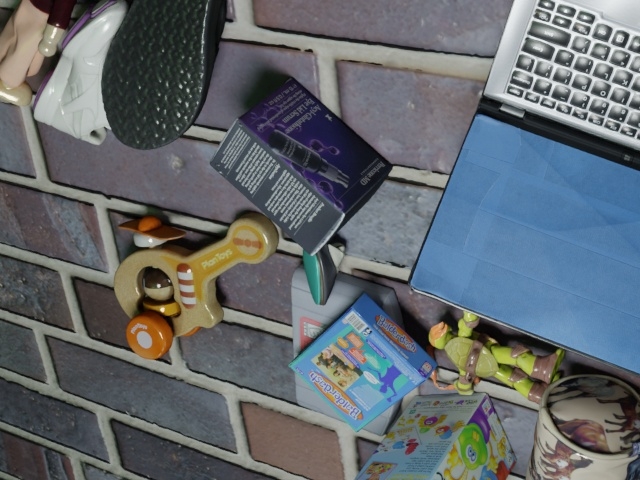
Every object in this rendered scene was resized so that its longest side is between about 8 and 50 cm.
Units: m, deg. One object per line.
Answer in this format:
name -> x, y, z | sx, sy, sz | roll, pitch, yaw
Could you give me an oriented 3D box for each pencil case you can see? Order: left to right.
pencil case -> 0.393, 0.391, 1.627 | 0.184, 0.160, 0.410 | 0, 126, 0

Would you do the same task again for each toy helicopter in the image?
toy helicopter -> -0.219, 0.034, 1.860 | 0.355, 0.140, 0.235 | -28, 93, 33

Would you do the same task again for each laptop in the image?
laptop -> 0.351, -0.095, 1.210 | 0.382, 0.236, 0.408 | 21, 128, 8

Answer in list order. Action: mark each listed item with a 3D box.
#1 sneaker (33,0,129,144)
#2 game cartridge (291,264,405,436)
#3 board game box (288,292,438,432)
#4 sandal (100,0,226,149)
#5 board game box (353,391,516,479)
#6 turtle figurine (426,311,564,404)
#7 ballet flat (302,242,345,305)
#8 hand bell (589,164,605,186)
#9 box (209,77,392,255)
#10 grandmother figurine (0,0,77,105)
sneaker -> -0.345, -0.267, 1.742 | 0.152, 0.114, 0.305 | 33, 139, -10
game cartridge -> 0.048, 0.188, 1.806 | 0.196, 0.060, 0.294 | 14, 127, 22
board game box -> 0.063, 0.196, 1.730 | 0.160, 0.047, 0.210 | 45, 135, 0
sandal -> -0.196, -0.326, 1.596 | 0.168, 0.107, 0.445 | 32, 121, 14
board game box -> 0.169, 0.375, 1.694 | 0.144, 0.275, 0.142 | -10, 114, 40
turtle figurine -> 0.245, 0.160, 1.621 | 0.217, 0.087, 0.269 | 20, 130, 23
ballet flat -> 0.000, 0.000, 1.690 | 0.074, 0.074, 0.203 | -5, 108, 37
hand bell -> 0.397, 0.000, 1.411 | 0.242, 0.126, 0.126 | 42, 136, -15
box -> -0.027, -0.107, 1.580 | 0.207, 0.153, 0.108 | 41, 134, 3
grandmother figurine -> -0.420, -0.376, 1.686 | 0.342, 0.104, 0.207 | -46, 63, 36
